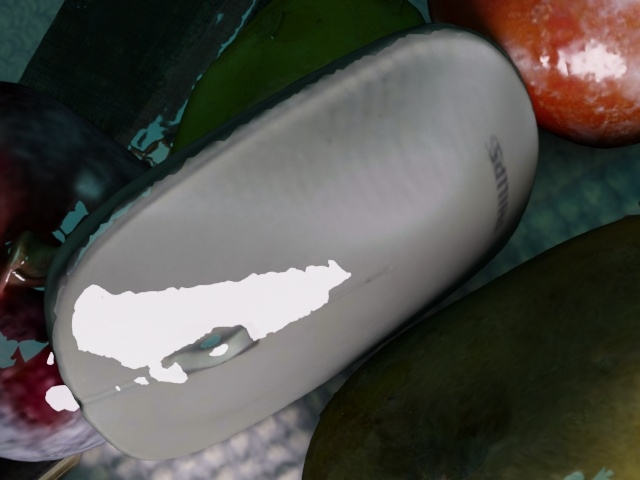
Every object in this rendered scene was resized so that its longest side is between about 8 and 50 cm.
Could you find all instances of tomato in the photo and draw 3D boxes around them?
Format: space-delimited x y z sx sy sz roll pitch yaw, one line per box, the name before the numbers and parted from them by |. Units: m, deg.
tomato | 0.195 -0.138 0.645 0.233 0.200 0.140 -7 110 2

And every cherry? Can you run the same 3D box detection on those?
cherry | -0.207 0.019 0.619 0.218 0.296 0.255 -47 105 -15

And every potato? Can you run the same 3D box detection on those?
potato | 0.156 0.136 0.565 0.359 0.219 0.270 -39 40 8
potato | -0.007 -0.081 0.670 0.186 0.148 0.253 11 75 29

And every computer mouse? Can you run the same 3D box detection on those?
computer mouse | 0.003 0.003 0.536 0.331 0.197 0.095 -33 39 -19

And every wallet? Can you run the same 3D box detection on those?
wallet | -0.117 -0.218 0.762 0.169 0.044 0.317 26 85 11

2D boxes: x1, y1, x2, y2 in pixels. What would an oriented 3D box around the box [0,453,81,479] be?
box | -0.240 0.166 0.706 0.083 0.035 0.079 43 56 11
